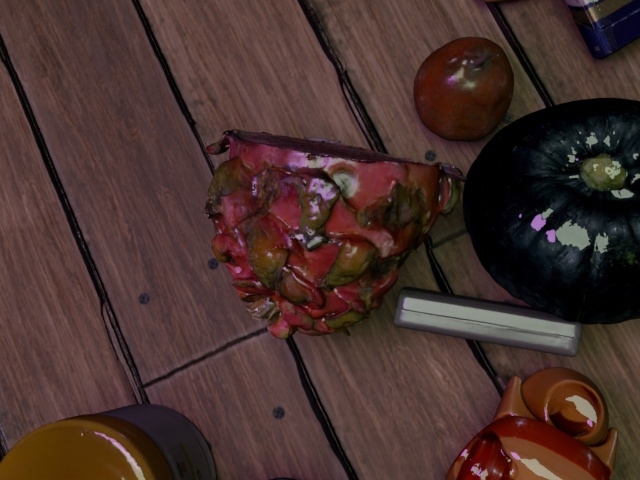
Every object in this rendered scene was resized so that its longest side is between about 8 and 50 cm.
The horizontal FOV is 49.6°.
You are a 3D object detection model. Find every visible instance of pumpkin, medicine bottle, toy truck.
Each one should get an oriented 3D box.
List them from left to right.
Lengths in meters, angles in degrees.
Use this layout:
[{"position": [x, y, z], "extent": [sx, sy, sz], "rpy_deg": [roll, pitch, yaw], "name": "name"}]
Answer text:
[{"position": [-0.286, 0.353, 0.948], "extent": [0.238, 0.232, 0.238], "rpy_deg": [-1, 82, 11], "name": "medicine bottle"}, {"position": [0.273, 0.302, 0.900], "extent": [0.189, 0.239, 0.265], "rpy_deg": [29, 129, 12], "name": "toy truck"}, {"position": [0.346, -0.034, 0.888], "extent": [0.315, 0.238, 0.315], "rpy_deg": [-6, 56, 9], "name": "pumpkin"}]

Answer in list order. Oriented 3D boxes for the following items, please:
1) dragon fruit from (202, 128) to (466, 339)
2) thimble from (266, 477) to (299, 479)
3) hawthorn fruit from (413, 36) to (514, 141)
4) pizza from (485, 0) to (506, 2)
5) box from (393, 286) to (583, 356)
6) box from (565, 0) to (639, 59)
[{"position": [0.000, 0.000, 0.934], "extent": [0.314, 0.296, 0.263], "rpy_deg": [20, 106, 47], "name": "dragon fruit"}, {"position": [-0.063, 0.470, 0.928], "extent": [0.254, 0.167, 0.288], "rpy_deg": [23, 86, 13], "name": "thimble"}, {"position": [0.202, -0.231, 0.970], "extent": [0.149, 0.189, 0.149], "rpy_deg": [-2, 53, 3], "name": "hawthorn fruit"}, {"position": [0.294, -0.463, 1.034], "extent": [0.147, 0.069, 0.226], "rpy_deg": [8, 84, 13], "name": "pizza"}, {"position": [0.226, 0.109, 0.954], "extent": [0.243, 0.103, 0.055], "rpy_deg": [9, 90, 11], "name": "box"}, {"position": [0.407, -0.408, 0.967], "extent": [0.168, 0.071, 0.259], "rpy_deg": [-30, 99, 3], "name": "box"}]
